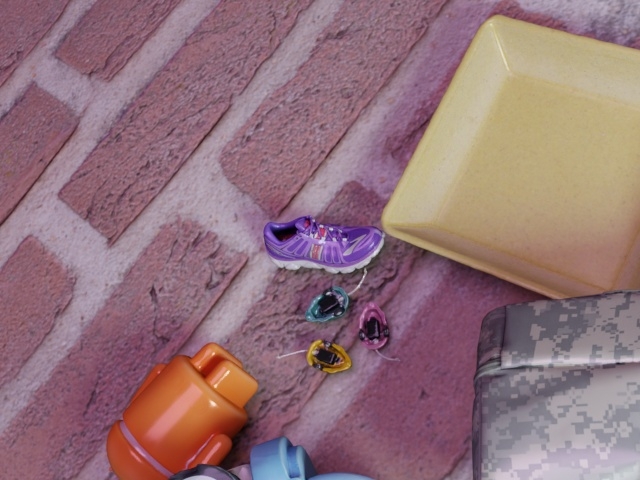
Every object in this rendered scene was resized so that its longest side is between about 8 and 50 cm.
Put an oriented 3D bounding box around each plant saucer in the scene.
[{"bbox_3d":[0.292,-0.089,1.114,0.333,0.081,0.332,23,79,28],"label":"plant saucer"}]

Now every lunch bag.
[{"bbox_3d":[0.295,0.204,0.877,0.305,0.212,0.256,-4,38,18],"label":"lunch bag"}]

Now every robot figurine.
[{"bbox_3d":[-0.182,0.234,1.140,0.158,0.128,0.219,42,86,8],"label":"robot figurine"}]

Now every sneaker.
[{"bbox_3d":[0.000,0.000,1.186,0.170,0.071,0.068,-3,45,20],"label":"sneaker"}]

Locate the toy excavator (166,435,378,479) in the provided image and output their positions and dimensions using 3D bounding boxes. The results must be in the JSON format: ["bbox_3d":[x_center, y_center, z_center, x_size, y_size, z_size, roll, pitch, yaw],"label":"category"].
[{"bbox_3d":[0.094,0.385,0.940,0.445,0.222,0.432,-21,64,3],"label":"toy excavator"}]

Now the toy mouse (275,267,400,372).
[{"bbox_3d":[0.039,0.106,1.160,0.161,0.031,0.143,11,74,24],"label":"toy mouse"}]
